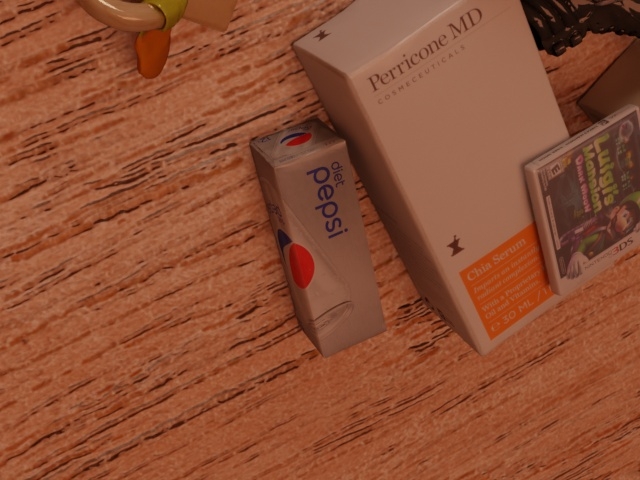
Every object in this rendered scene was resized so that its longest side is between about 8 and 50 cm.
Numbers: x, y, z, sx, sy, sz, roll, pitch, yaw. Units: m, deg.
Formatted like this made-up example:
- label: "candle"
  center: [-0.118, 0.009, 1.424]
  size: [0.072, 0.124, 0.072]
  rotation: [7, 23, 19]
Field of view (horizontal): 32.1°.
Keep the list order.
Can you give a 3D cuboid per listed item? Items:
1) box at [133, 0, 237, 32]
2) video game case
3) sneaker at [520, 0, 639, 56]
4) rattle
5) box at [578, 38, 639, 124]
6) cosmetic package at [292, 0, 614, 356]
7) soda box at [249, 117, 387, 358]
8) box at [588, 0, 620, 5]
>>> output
- label: "box"
  center: [-0.165, -0.332, 1.194]
  size: [0.201, 0.021, 0.164]
  rotation: [14, 107, -29]
- label: "video game case"
  center: [0.341, -0.049, 1.380]
  size: [0.173, 0.022, 0.190]
  rotation: [-30, 122, -18]
- label: "sneaker"
  center: [0.354, -0.277, 1.399]
  size: [0.296, 0.104, 0.147]
  rotation: [30, 104, -14]
- label: "rattle"
  center: [-0.242, -0.266, 1.160]
  size: [0.200, 0.143, 0.130]
  rotation: [14, 76, -14]
- label: "box"
  center: [0.481, -0.150, 1.461]
  size: [0.127, 0.232, 0.148]
  rotation: [-48, 124, 2]
- label: "cosmetic package"
  center: [0.178, -0.102, 1.385]
  size: [0.230, 0.161, 0.453]
  rotation: [-35, 123, -7]
- label: "soda box"
  center: [0.000, 0.000, 1.391]
  size: [0.098, 0.091, 0.286]
  rotation: [-22, 121, -14]
- label: "box"
  center: [0.275, -0.448, 1.244]
  size: [0.242, 0.076, 0.307]
  rotation: [12, 84, -29]
